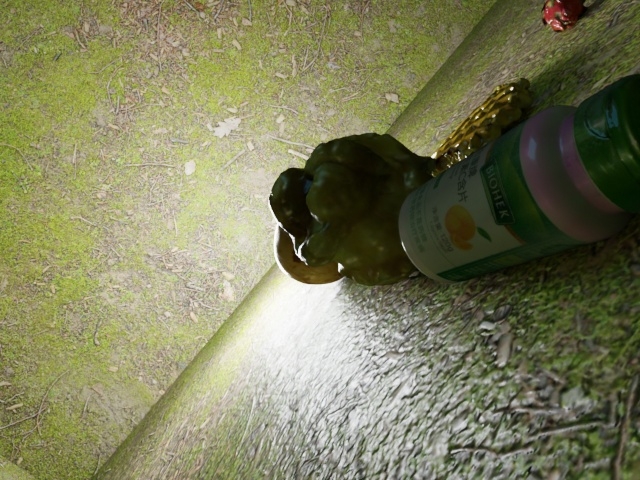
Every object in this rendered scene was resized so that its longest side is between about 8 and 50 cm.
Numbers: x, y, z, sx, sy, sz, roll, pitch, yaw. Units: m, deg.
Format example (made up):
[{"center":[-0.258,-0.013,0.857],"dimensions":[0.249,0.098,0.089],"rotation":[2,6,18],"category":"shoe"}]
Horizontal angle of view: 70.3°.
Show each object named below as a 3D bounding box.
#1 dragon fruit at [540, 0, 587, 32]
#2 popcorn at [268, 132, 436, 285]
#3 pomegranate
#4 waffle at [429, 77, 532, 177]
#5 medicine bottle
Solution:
[{"center":[0.532,-0.507,0.987],"dimensions":[0.116,0.081,0.086],"rotation":[-53,-1,-19],"category":"dragon fruit"},{"center":[0.065,-0.045,0.725],"dimensions":[0.276,0.277,0.225],"rotation":[-66,-1,-61],"category":"popcorn"},{"center":[0.000,0.000,1.056],"dimensions":[0.215,0.215,0.215],"rotation":[-48,9,10],"category":"pomegranate"},{"center":[0.311,-0.215,0.925],"dimensions":[0.291,0.051,0.291],"rotation":[-47,7,7],"category":"waffle"},{"center":[0.208,-0.045,0.461],"dimensions":[0.133,0.133,0.274],"rotation":[-54,11,-30],"category":"medicine bottle"}]
